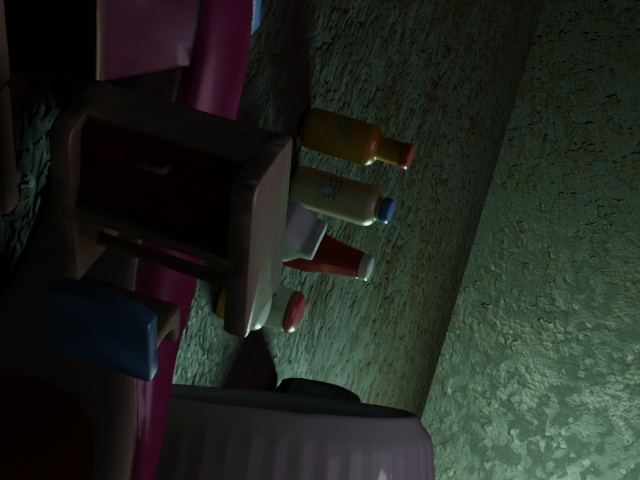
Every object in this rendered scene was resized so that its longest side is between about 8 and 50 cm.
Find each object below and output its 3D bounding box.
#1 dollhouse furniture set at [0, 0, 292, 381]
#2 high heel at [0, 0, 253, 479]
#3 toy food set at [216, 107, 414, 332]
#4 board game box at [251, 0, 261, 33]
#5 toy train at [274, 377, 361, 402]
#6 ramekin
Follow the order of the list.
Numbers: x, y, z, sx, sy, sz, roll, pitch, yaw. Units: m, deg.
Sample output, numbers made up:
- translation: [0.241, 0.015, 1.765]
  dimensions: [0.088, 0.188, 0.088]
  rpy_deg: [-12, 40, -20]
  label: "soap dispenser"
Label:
- translation: [-0.119, -0.021, 0.447]
  dimensions: [0.129, 0.184, 0.129]
  rpy_deg: [-59, 161, -47]
  label: "dollhouse furniture set"
- translation: [-0.095, 0.013, 0.696]
  dimensions: [0.181, 0.127, 0.377]
  rpy_deg: [-21, 124, -61]
  label: "high heel"
- translation: [0.000, 0.000, 1.150]
  dimensions: [0.111, 0.105, 0.232]
  rpy_deg: [88, 23, -55]
  label: "toy food set"
- translation: [-0.063, -0.169, 0.862]
  dimensions: [0.090, 0.020, 0.090]
  rpy_deg: [-60, 162, -49]
  label: "board game box"
- translation: [-0.041, 0.303, 1.336]
  dimensions: [0.334, 0.142, 0.190]
  rpy_deg: [-59, 149, -42]
  label: "toy train"
- translation: [-0.044, 0.171, 0.871]
  dimensions: [0.273, 0.273, 0.127]
  rpy_deg: [21, 74, -77]
  label: "ramekin"
